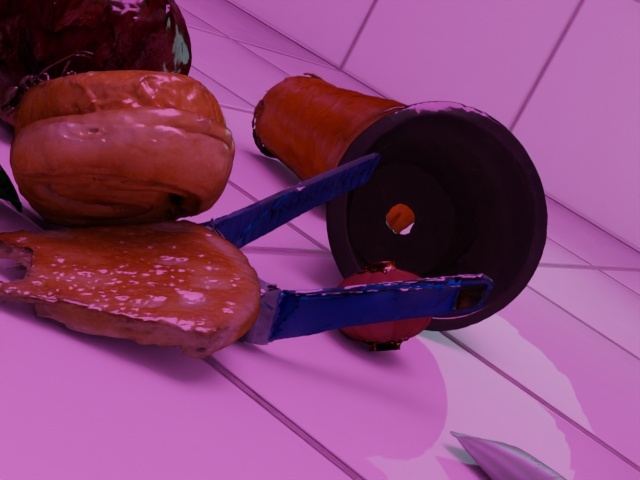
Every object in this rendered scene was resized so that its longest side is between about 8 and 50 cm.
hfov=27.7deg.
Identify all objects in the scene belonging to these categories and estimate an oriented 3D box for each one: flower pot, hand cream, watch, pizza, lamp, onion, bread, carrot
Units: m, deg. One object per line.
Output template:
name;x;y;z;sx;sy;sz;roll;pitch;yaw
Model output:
flower pot;0.120;-0.028;1.561;0.269;0.269;0.166;25;-5;-12
hand cream;0.195;0.222;1.134;0.078;0.050;0.205;15;14;-35
watch;-0.010;-0.005;1.292;0.274;0.068;0.276;-9;34;-22
pizza;-0.164;0.038;1.069;0.262;0.034;0.181;0;32;-32
lamp;0.064;0.068;1.340;0.107;0.092;0.107;-2;-2;0
onion;-0.292;-0.228;1.506;0.281;0.281;0.221;37;-27;34
bread;-0.176;-0.076;1.163;0.198;0.120;0.236;-2;-9;-10
carrot;0.037;-0.141;1.876;0.196;0.196;0.254;17;15;-39

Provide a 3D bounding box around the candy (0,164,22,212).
candy;-0.357;-0.089;1.141;0.141;0.078;0.203;37;19;22
